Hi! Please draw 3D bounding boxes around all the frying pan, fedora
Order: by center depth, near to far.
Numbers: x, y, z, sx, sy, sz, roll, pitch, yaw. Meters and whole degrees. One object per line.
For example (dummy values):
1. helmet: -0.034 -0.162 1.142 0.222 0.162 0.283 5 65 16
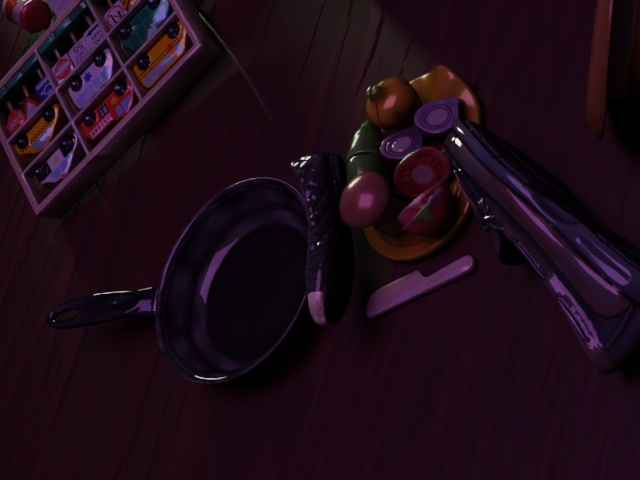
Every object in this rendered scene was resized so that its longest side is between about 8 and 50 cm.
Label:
1. fedora: 0.248 -0.166 1.315 0.079 0.194 0.194 7 70 10
2. frying pan: -0.118 0.072 1.598 0.326 0.053 0.197 -36 48 26

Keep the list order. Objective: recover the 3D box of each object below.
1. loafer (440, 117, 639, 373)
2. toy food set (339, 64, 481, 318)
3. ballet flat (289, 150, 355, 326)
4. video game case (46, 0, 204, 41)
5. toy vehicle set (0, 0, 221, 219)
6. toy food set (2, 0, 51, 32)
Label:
1. loafer: 0.163 -0.001 1.333 0.084 0.096 0.267 -57 43 14
2. toy food set: 0.067 -0.058 1.471 0.128 0.071 0.218 -20 56 37
3. ballet flat: 0.000 0.000 1.488 0.049 0.057 0.173 -13 54 18
4. video game case: -0.197 -0.285 1.865 0.201 0.023 0.183 -47 57 15
5. toy vehicle set: -0.234 -0.170 1.823 0.267 0.035 0.166 -43 59 21
6. toy food set: -0.308 -0.319 1.955 0.104 0.111 0.232 32 92 49
